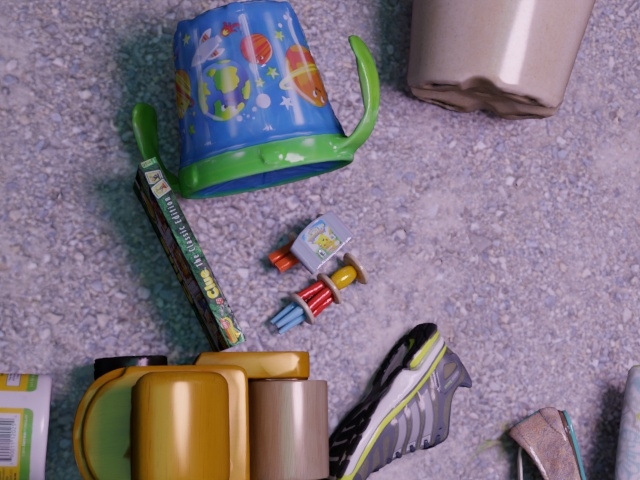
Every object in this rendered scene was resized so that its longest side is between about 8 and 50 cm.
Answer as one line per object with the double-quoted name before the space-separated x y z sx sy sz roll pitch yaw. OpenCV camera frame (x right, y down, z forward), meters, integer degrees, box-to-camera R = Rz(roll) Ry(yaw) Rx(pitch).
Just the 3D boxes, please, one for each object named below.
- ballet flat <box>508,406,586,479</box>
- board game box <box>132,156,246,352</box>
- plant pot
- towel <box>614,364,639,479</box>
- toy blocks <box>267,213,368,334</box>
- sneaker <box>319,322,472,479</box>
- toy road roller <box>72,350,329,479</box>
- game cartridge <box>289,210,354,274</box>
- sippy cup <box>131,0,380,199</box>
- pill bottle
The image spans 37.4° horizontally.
"ballet flat" 0.345 0.399 1.347 0.106 0.107 0.315 -17 79 2
"board game box" -0.176 0.025 1.243 0.030 0.136 0.259 -26 87 -15
"plant pot" 0.260 -0.345 1.361 0.334 0.334 0.305 11 89 -13
"towel" 0.567 0.391 1.354 0.375 0.090 0.320 26 59 -20
"toy blocks" -0.024 0.050 1.322 0.148 0.054 0.123 -35 91 -18
"sneaker" 0.107 0.261 1.295 0.121 0.111 0.300 41 74 -9
"toy road roller" -0.134 0.237 1.159 0.330 0.240 0.202 1 80 -15
"game cartridge" 0.000 0.000 1.301 0.083 0.017 0.056 -43 88 -17
"sippy cup" -0.092 -0.186 1.242 0.306 0.240 0.224 -13 88 -13
"pill bottle" -0.452 0.224 1.129 0.246 0.136 0.136 5 79 -14
